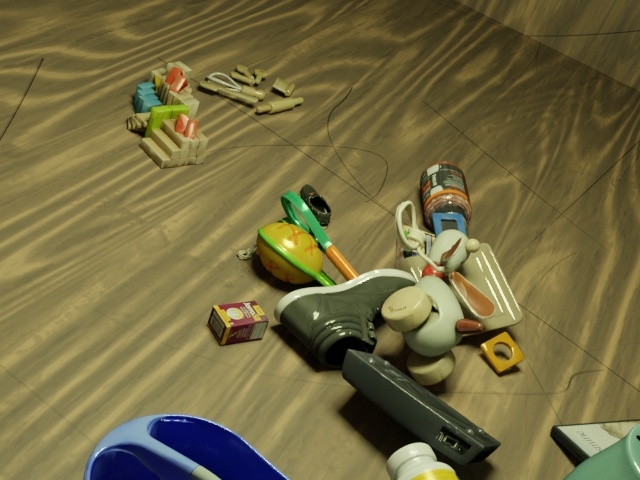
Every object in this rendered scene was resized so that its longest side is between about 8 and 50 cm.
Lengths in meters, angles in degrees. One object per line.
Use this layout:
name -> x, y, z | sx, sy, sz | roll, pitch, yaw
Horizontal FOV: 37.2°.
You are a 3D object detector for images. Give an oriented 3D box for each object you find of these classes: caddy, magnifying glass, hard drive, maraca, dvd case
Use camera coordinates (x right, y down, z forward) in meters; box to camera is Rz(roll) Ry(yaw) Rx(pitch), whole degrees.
caddy -> -0.136, 0.354, 1.142 | 0.341, 0.179, 0.241 | 36, 36, 20
magnifying glass -> 0.000, 0.000, 1.756 | 0.026, 0.092, 0.231 | -35, 68, -17
hard drive -> 0.155, 0.263, 1.494 | 0.254, 0.054, 0.172 | 34, 3, 22
maraca -> -0.040, 0.035, 1.736 | 0.185, 0.099, 0.127 | 38, 8, -13
dvd case -> 0.544, 0.367, 1.630 | 0.253, 0.022, 0.180 | 2, 24, -29

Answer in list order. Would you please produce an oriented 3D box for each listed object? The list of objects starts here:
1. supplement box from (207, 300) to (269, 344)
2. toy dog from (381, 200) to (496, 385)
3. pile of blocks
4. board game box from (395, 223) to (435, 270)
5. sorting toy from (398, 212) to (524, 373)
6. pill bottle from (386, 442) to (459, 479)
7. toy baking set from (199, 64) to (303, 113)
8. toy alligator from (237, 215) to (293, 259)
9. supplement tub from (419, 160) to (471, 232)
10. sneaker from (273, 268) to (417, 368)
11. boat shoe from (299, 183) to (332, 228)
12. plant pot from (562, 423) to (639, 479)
supplement box -> -0.137, 0.136, 1.580 | 0.083, 0.043, 0.055 | -6, 40, -37
toy dog -> 0.231, 0.087, 1.664 | 0.220, 0.161, 0.334 | 45, 45, -43
pile of blocks -> -0.331, -0.298, 2.029 | 0.149, 0.112, 0.362 | 6, 36, -24
board game box -> 0.250, 0.051, 1.931 | 0.193, 0.045, 0.147 | 19, 33, -6
sorting toy -> 0.265, 0.105, 1.818 | 0.196, 0.047, 0.348 | -11, 62, -19
pill bottle -> 0.162, 0.381, 1.346 | 0.103, 0.103, 0.184 | 3, 38, -28
toy baking set -> -0.167, -0.362, 2.302 | 0.197, 0.030, 0.256 | 33, 34, 22
toy alligator -> -0.086, -0.013, 1.817 | 0.056, 0.051, 0.189 | 37, 35, 22
supplement tub -> 0.276, -0.085, 2.088 | 0.106, 0.106, 0.198 | 16, 32, -10
sneaker -> 0.076, 0.142, 1.654 | 0.295, 0.104, 0.147 | -11, 48, -34
boat shoe -> -0.009, -0.078, 1.970 | 0.049, 0.042, 0.133 | 4, 35, -23
plant pot -> 0.456, 0.405, 1.348 | 0.271, 0.255, 0.272 | 15, 34, -10
